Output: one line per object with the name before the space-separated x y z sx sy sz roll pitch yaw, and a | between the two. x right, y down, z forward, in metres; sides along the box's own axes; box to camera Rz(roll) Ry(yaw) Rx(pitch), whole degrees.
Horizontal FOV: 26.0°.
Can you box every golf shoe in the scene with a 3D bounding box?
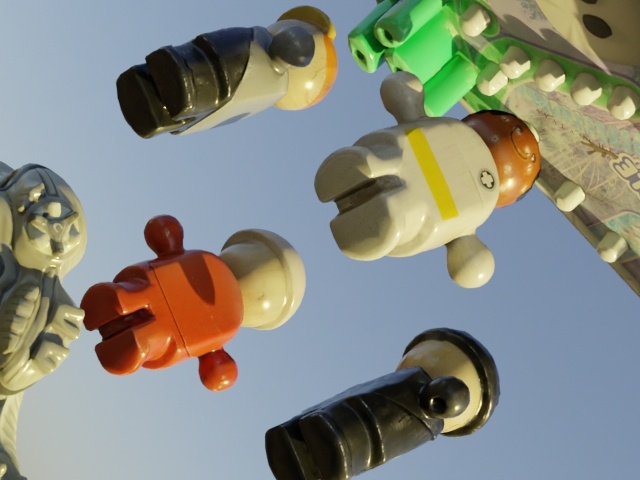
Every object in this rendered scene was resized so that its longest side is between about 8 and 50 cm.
golf shoe | -0.116 0.063 0.379 0.069 0.176 0.086 26 -18 -28

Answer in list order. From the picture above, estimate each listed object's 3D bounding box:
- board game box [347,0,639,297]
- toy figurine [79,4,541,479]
board game box | 0.204 -0.024 0.610 0.390 0.050 0.390 47 -20 -3
toy figurine | 0.000 0.000 0.705 0.213 0.148 0.209 27 -62 32
